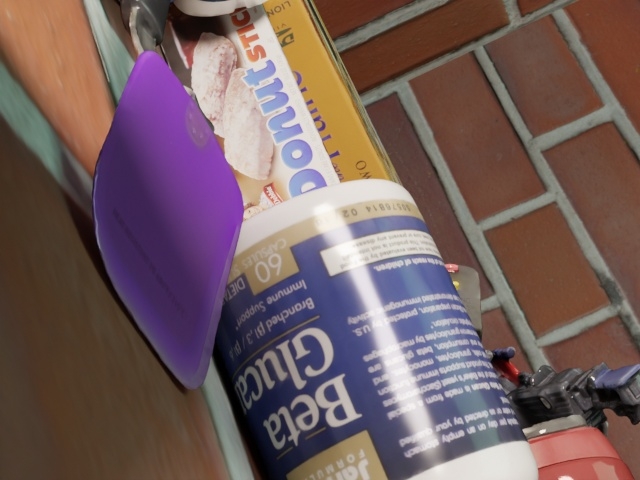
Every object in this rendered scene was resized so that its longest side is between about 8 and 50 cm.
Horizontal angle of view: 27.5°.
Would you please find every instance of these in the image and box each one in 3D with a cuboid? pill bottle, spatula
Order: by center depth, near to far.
[{"bbox_3d":[0.024,0.070,0.489,0.094,0.094,0.169,54,12,-71],"label":"pill bottle"},{"bbox_3d":[-0.062,-0.075,0.504,0.296,0.030,0.084,-101,167,-49],"label":"spatula"}]

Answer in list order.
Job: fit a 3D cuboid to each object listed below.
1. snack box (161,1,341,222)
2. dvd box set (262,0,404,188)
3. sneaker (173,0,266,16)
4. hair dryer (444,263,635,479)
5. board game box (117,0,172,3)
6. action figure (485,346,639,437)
[{"bbox_3d":[-0.041,-0.074,0.736,0.022,0.064,0.178,62,5,-60],"label":"snack box"},{"bbox_3d":[0.008,-0.091,1.037,0.307,0.062,0.420,-108,171,-53],"label":"dvd box set"},{"bbox_3d":[-0.086,-0.236,0.763,0.235,0.090,0.094,57,-12,35],"label":"sneaker"},{"bbox_3d":[0.123,0.162,0.648,0.293,0.080,0.223,-101,172,-53],"label":"hair dryer"},{"bbox_3d":[-0.134,-0.223,0.651,0.136,0.035,0.201,43,22,-79],"label":"board game box"},{"bbox_3d":[0.189,0.225,1.225,0.330,0.179,0.341,61,-22,9],"label":"action figure"}]
